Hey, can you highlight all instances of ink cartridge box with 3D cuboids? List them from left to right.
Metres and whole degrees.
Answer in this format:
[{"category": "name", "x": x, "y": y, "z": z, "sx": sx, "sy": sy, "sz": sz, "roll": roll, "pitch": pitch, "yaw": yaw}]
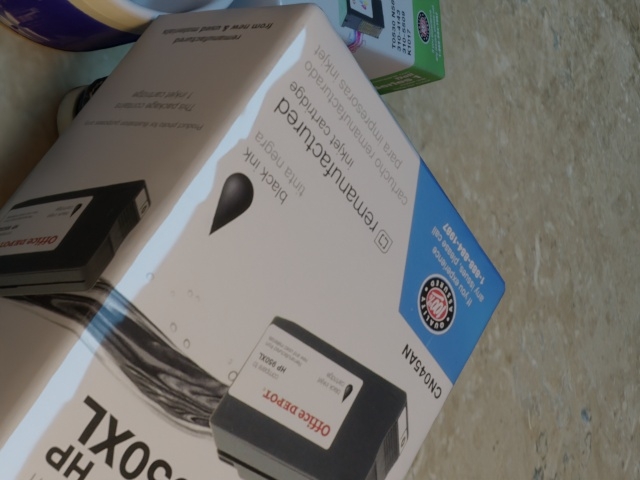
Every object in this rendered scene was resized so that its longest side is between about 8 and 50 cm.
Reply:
[{"category": "ink cartridge box", "x": -0.082, "y": 0.091, "z": 0.705, "sx": 0.285, "sy": 0.166, "sz": 0.395, "roll": 51, "pitch": 60, "yaw": -36}, {"category": "ink cartridge box", "x": -0.006, "y": -0.258, "z": 1.020, "sx": 0.278, "sy": 0.117, "sz": 0.201, "roll": 7, "pitch": 77, "yaw": -55}]

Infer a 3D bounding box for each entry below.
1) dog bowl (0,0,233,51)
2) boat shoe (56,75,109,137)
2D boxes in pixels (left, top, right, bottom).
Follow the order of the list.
[{"category": "dog bowl", "x": -0.164, "y": -0.273, "z": 0.801, "sx": 0.265, "sy": 0.104, "sz": 0.264, "roll": 16, "pitch": 70, "yaw": -54}, {"category": "boat shoe", "x": -0.100, "y": -0.023, "z": 0.863, "sx": 0.254, "sy": 0.079, "sz": 0.095, "roll": 60, "pitch": 39, "yaw": -29}]
